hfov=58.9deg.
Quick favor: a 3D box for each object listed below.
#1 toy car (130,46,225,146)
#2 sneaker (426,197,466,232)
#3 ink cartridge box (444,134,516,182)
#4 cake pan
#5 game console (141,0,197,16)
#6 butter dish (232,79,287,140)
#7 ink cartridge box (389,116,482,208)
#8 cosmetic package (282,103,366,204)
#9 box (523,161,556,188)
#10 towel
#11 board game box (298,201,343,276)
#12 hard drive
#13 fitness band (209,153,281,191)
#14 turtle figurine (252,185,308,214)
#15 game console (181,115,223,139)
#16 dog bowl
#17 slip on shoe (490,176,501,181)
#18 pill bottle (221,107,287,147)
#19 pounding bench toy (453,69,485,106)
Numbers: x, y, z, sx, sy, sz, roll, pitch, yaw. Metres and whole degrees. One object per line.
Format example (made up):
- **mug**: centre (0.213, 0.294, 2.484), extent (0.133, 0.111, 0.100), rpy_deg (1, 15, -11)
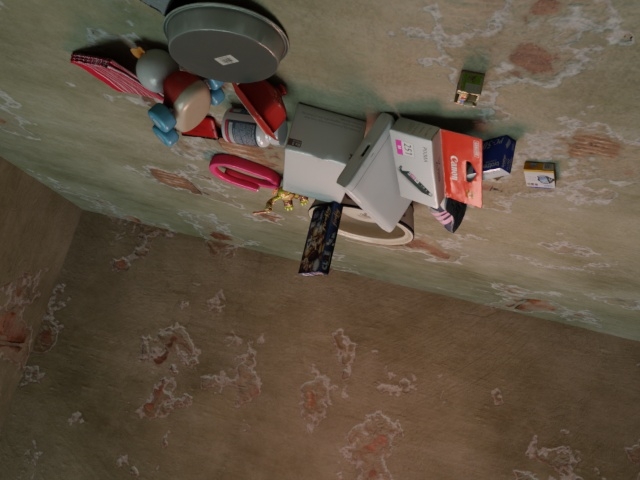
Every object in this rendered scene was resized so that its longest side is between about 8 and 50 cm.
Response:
- **toy car**: centre (-0.414, -0.425, 1.528), extent (0.238, 0.219, 0.210), rpy_deg (45, 165, 0)
- **sneaker**: centre (0.425, -0.126, 1.974), extent (0.131, 0.112, 0.319), rpy_deg (27, 170, 27)
- **ink cartridge box**: centre (0.434, -0.216, 1.559), extent (0.046, 0.097, 0.207), rpy_deg (23, 164, -30)
- **cake pan**: centre (-0.220, -0.446, 1.318), extent (0.292, 0.054, 0.293), rpy_deg (4, 170, 1)
- **game console**: centre (-0.352, -0.543, 1.265), extent (0.122, 0.071, 0.107), rpy_deg (24, 134, -37)
- **butter dish**: centre (-0.143, -0.375, 1.520), extent (0.160, 0.118, 0.160), rpy_deg (54, -177, 21)
- **ink cartridge box**: centre (0.320, -0.193, 1.554), extent (0.238, 0.060, 0.275), rpy_deg (24, 152, 30)
- **cosmetic package**: centre (0.002, -0.253, 1.761), extent (0.217, 0.156, 0.385), rpy_deg (15, 166, -3)
- **box**: centre (0.632, -0.185, 1.628), extent (0.081, 0.028, 0.136), rpy_deg (8, 167, 26)
- **towel**: centre (-0.587, -0.470, 1.640), extent (0.274, 0.031, 0.198), rpy_deg (23, 176, 42)
- **board game box**: centre (0.000, 0.000, 1.948), extent (0.042, 0.244, 0.165), rpy_deg (18, 166, -23)
- **hard drive**: centre (0.193, -0.185, 1.659), extent (0.047, 0.233, 0.353), rpy_deg (32, 177, 33)
- **fitness band**: centre (-0.299, -0.263, 2.255), extent (0.290, 0.054, 0.209), rpy_deg (17, 166, -13)
- **turtle figurine**: centre (-0.140, -0.175, 2.262), extent (0.269, 0.087, 0.217), rpy_deg (-32, 167, 7)
- **game console**: centre (-0.398, -0.390, 1.931), extent (0.143, 0.085, 0.124), rpy_deg (10, 135, 18)
- **dog bowl**: centre (0.166, -0.119, 2.132), extent (0.407, 0.151, 0.408), rpy_deg (15, 166, 4)
- **slip on shoe**: centre (0.494, -0.205, 1.637), extent (0.041, 0.052, 0.135), rpy_deg (-15, 157, 34)
- **pill bottle**: centre (-0.197, -0.339, 1.716), extent (0.180, 0.108, 0.108), rpy_deg (11, 166, 16)
- **pounding bench toy**: centre (0.328, -0.323, 1.266), extent (0.052, 0.083, 0.065), rpy_deg (13, 166, 7)
